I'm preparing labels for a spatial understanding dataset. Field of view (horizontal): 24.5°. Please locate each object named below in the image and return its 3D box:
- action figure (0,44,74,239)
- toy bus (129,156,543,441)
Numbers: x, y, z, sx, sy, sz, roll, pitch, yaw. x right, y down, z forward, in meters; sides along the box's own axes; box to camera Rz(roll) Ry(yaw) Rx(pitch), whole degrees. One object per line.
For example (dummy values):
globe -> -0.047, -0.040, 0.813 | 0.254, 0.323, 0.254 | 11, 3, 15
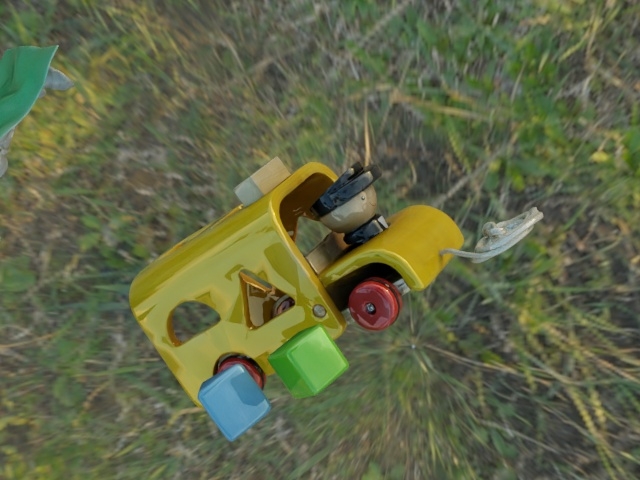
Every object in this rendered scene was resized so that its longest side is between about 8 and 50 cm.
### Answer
action figure -> -0.233, -0.010, 0.902 | 0.063, 0.137, 0.232 | 35, 72, -23
toy bus -> -0.011, 0.007, 0.822 | 0.202, 0.191, 0.104 | -36, 96, -14
